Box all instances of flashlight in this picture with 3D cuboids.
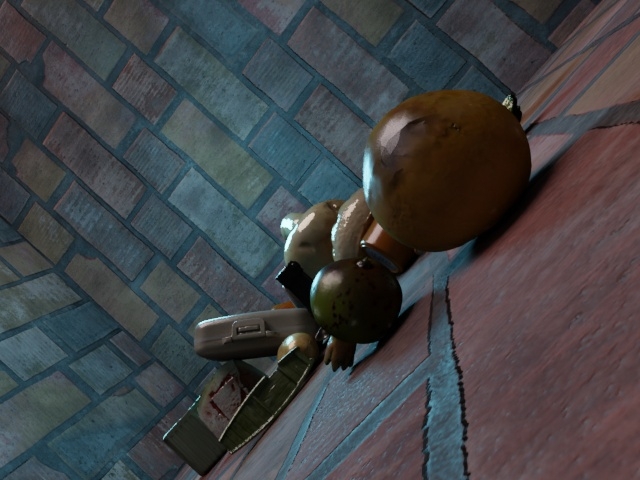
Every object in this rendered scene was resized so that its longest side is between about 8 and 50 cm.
[{"bbox_3d":[-0.010,0.149,1.365,0.093,0.232,0.093,-49,-4,-5],"label":"flashlight"}]

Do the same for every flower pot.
[{"bbox_3d":[-0.394,0.650,1.873,0.209,0.189,0.239,-46,-2,-31],"label":"flower pot"}]

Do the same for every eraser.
[{"bbox_3d":[-0.037,0.220,1.836,0.061,0.089,0.352,-36,-28,-2],"label":"eraser"}]

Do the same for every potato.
[{"bbox_3d":[-0.060,0.309,1.494,0.178,0.109,0.119,98,-169,-77],"label":"potato"}]

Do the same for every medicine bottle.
[{"bbox_3d":[-0.184,0.293,1.700,0.374,0.123,0.282,-7,-17,6],"label":"medicine bottle"}]

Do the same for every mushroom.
[{"bbox_3d":[0.014,0.028,1.808,0.315,0.315,0.356,-46,6,-35],"label":"mushroom"}]

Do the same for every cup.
[{"bbox_3d":[0.235,-0.052,1.399,0.264,0.182,0.226,-55,30,-12],"label":"cup"}]

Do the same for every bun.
[{"bbox_3d":[0.126,-0.023,1.586,0.298,0.164,0.299,-26,-54,-42],"label":"bun"}]

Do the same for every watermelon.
[{"bbox_3d":[-0.232,0.518,1.728,0.213,0.201,0.261,-49,-44,5],"label":"watermelon"}]

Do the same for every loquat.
[{"bbox_3d":[0.193,-0.105,0.866,0.263,0.263,0.263,-48,-3,-3],"label":"loquat"}]

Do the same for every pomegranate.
[{"bbox_3d":[0.056,0.123,0.944,0.159,0.159,0.205,-38,-35,-75],"label":"pomegranate"}]

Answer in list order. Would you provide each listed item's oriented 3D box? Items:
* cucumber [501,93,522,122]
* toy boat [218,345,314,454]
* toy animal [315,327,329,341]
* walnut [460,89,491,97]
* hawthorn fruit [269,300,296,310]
[{"bbox_3d":[0.431,-0.236,1.481,0.145,0.105,0.325,-3,-38,-47],"label":"cucumber"},{"bbox_3d":[-0.128,0.390,1.347,0.293,0.093,0.055,-47,-21,-20],"label":"toy boat"},{"bbox_3d":[0.058,0.203,1.509,0.188,0.089,0.179,-49,-20,-1],"label":"toy animal"},{"bbox_3d":[0.498,-0.378,1.837,0.224,0.257,0.257,-13,15,26],"label":"walnut"},{"bbox_3d":[-0.099,0.320,2.125,0.210,0.210,0.262,-50,-1,26],"label":"hawthorn fruit"}]
